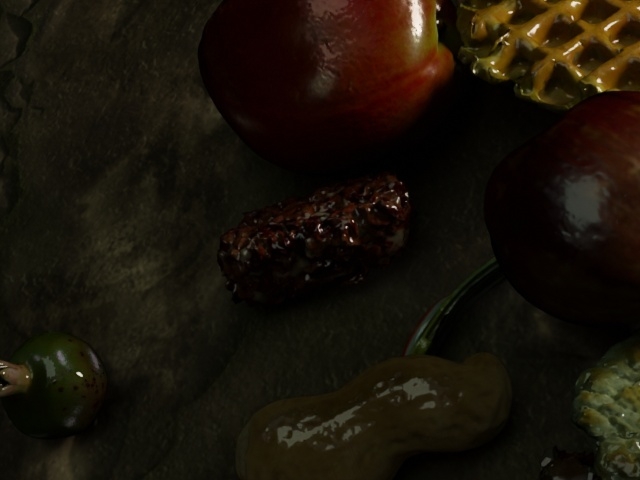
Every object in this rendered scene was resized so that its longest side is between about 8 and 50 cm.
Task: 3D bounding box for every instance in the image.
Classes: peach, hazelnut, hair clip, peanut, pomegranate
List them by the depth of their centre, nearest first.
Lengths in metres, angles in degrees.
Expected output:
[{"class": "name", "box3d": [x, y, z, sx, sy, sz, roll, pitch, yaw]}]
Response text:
[{"class": "hazelnut", "box3d": [0.263, -0.012, 1.314, 0.234, 0.218, 0.218, -31, 44, -26]}, {"class": "peanut", "box3d": [0.048, 0.169, 1.361, 0.263, 0.117, 0.101, -25, 9, 6]}, {"class": "hair clip", "box3d": [0.133, 0.062, 1.424, 0.033, 0.060, 0.188, 40, 76, 24]}, {"class": "pomegranate", "box3d": [-0.285, 0.145, 1.534, 0.114, 0.142, 0.115, -10, 73, 38]}, {"class": "peach", "box3d": [0.007, -0.179, 1.537, 0.274, 0.248, 0.245, -16, 49, 24]}]

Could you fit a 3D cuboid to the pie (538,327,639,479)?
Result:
[{"class": "pie", "box3d": [0.332, 0.159, 1.216, 0.274, 0.105, 0.257, 23, 61, 38]}]

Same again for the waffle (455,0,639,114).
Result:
[{"class": "waffle", "box3d": [0.284, -0.229, 1.492, 0.302, 0.068, 0.325, -1, 44, 10]}]

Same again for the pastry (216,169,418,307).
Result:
[{"class": "pastry", "box3d": [0.000, -0.001, 1.511, 0.208, 0.097, 0.115, -20, 38, 13]}]
